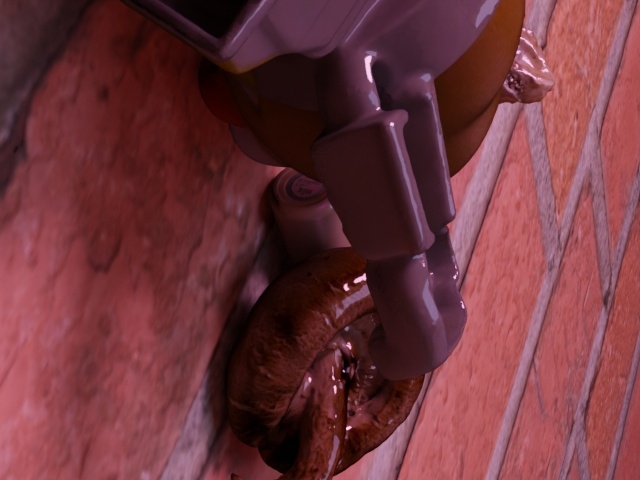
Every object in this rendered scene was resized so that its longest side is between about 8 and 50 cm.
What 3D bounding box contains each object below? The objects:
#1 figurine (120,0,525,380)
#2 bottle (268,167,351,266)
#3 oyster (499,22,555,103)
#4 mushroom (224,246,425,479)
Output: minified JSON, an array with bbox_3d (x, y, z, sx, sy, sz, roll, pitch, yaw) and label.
[{"bbox_3d":[0.008,-0.116,0.676,0.285,0.167,0.342,46,53,-62],"label":"figurine"},{"bbox_3d":[0.000,0.000,0.859,0.096,0.045,0.045,76,29,-47],"label":"bottle"},{"bbox_3d":[0.065,-0.181,0.931,0.232,0.107,0.161,62,41,-26],"label":"oyster"},{"bbox_3d":[-0.004,0.081,0.822,0.170,0.080,0.135,-57,134,-20],"label":"mushroom"}]
